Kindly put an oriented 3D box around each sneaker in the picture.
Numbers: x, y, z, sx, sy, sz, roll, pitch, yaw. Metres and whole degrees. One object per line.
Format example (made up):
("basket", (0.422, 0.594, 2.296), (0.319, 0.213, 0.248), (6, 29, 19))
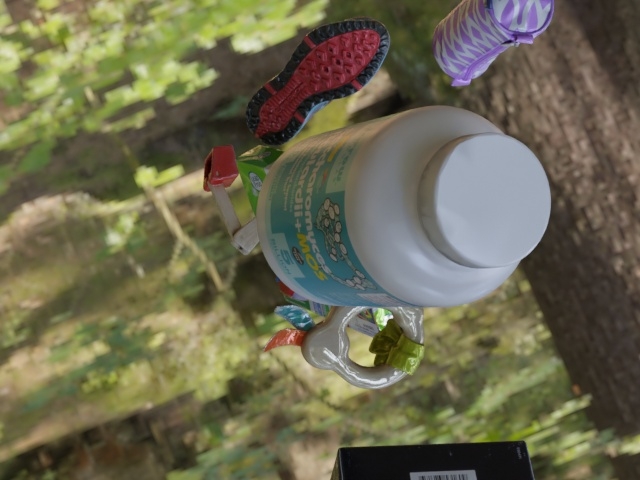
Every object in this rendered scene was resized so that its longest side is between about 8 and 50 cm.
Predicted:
("sneaker", (0.001, -0.244, 1.923), (0.262, 0.104, 0.125), (-32, -167, 36))

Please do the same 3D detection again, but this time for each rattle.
("rattle", (0.021, 0.107, 1.686), (0.200, 0.130, 0.143), (-3, -155, -8))

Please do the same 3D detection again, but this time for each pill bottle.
("pill bottle", (0.062, -0.023, 1.030), (0.146, 0.146, 0.264), (-21, -174, -24))

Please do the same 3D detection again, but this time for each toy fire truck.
("toy fire truck", (-0.061, -0.019, 1.630), (0.135, 0.192, 0.047), (-5, 165, -21))

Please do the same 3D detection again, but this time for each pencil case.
("pencil case", (0.196, -0.243, 1.567), (0.086, 0.088, 0.206), (-7, 175, -14))

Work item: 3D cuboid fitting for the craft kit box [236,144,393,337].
("craft kit box", (0.000, 0.000, 1.919), (0.061, 0.246, 0.250), (-29, -154, -27))

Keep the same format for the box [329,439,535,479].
("box", (0.157, 0.453, 2.106), (0.296, 0.182, 0.294), (0, 143, -9))
